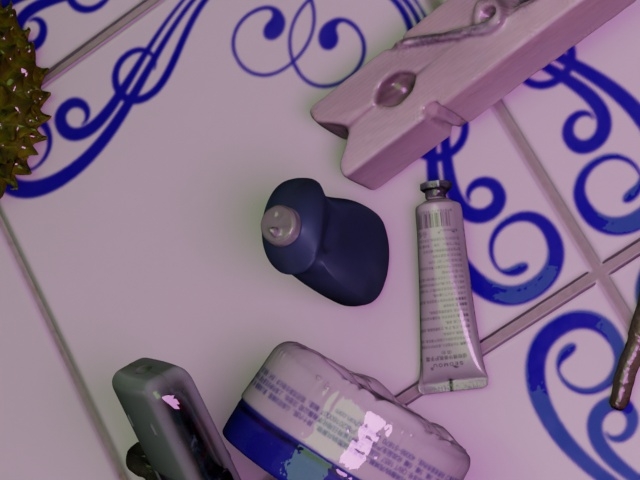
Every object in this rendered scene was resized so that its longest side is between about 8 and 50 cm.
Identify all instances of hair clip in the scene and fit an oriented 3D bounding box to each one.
[{"bbox_3d":[0.145,-0.175,1.774,0.331,0.085,0.101,-38,65,18],"label":"hair clip"}]

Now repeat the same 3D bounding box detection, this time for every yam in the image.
[{"bbox_3d":[0.296,0.038,1.696,0.027,0.029,0.234,7,80,67],"label":"yam"}]

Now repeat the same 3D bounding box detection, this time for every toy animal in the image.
[{"bbox_3d":[-0.124,0.230,1.810,0.136,0.065,0.047,33,93,25],"label":"toy animal"}]

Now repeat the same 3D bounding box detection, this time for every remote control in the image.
[{"bbox_3d":[-0.090,0.243,1.699,0.056,0.140,0.296,-29,101,-17],"label":"remote control"}]

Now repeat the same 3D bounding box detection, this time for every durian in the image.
[{"bbox_3d":[-0.405,-0.186,2.019,0.355,0.157,0.169,51,136,24],"label":"durian"}]

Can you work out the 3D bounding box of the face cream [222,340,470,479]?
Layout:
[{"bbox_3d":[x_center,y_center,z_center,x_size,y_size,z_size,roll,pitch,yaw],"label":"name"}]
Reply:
[{"bbox_3d":[0.026,0.176,1.679,0.206,0.206,0.111,31,91,26],"label":"face cream"}]

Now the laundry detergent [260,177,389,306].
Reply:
[{"bbox_3d":[-0.001,0.000,1.729,0.061,0.206,0.096,1,80,24],"label":"laundry detergent"}]

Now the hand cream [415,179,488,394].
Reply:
[{"bbox_3d":[0.114,0.042,1.767,0.067,0.042,0.194,-6,81,14],"label":"hand cream"}]
